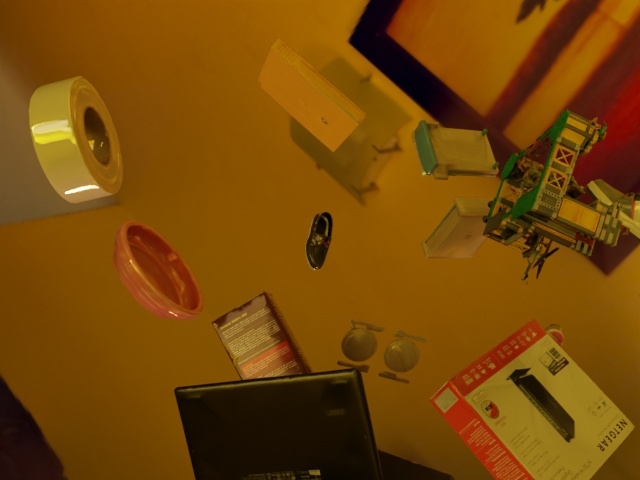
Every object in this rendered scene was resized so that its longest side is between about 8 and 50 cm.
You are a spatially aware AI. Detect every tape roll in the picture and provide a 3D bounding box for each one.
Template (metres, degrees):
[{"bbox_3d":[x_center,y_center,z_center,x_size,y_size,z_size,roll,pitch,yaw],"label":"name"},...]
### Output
[{"bbox_3d":[-0.569,-0.236,1.716,0.100,0.286,0.286,-13,-23,6],"label":"tape roll"}]

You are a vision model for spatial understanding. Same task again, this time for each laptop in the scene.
[{"bbox_3d":[-0.041,0.434,1.502,0.382,0.408,0.236,-9,9,16],"label":"laptop"}]

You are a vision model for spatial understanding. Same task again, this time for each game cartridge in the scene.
[{"bbox_3d":[-0.034,-0.415,2.116,0.052,0.324,0.285,-49,4,-16],"label":"game cartridge"}]

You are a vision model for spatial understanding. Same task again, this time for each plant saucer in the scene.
[{"bbox_3d":[-0.467,0.096,2.052,0.084,0.332,0.332,-36,-21,9],"label":"plant saucer"}]

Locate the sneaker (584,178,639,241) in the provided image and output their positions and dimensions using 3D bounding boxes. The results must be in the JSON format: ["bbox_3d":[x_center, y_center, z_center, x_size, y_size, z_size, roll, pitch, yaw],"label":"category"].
[{"bbox_3d":[0.714,-0.075,1.509,0.178,0.295,0.124,-52,-28,17],"label":"sneaker"}]

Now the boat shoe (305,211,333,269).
[{"bbox_3d":[-0.002,-0.001,1.587,0.049,0.133,0.042,20,-27,-26],"label":"boat shoe"}]

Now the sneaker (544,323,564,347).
[{"bbox_3d":[0.568,0.279,1.837,0.075,0.063,0.170,-45,-24,-56],"label":"sneaker"}]

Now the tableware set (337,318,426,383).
[{"bbox_3d":[0.142,0.256,1.738,0.039,0.194,0.128,-104,32,-71],"label":"tableware set"}]

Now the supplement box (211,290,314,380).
[{"bbox_3d":[-0.105,0.239,1.473,0.130,0.239,0.073,-30,-12,3],"label":"supplement box"}]

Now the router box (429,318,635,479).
[{"bbox_3d":[0.432,0.349,1.466,0.335,0.301,0.082,-23,-26,-42],"label":"router box"}]

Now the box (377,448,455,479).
[{"bbox_3d":[0.198,0.677,1.861,0.179,0.312,0.343,-64,-31,-23],"label":"box"}]

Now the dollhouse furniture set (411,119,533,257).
[{"bbox_3d":[0.367,-0.136,1.822,0.286,0.303,0.198,0,-31,-21],"label":"dollhouse furniture set"}]

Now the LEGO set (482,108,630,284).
[{"bbox_3d":[0.465,-0.076,1.385,0.331,0.192,0.255,122,172,-65],"label":"LEGO set"}]
